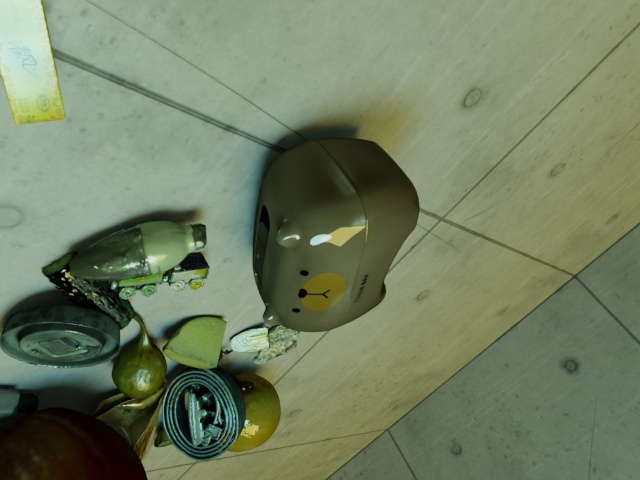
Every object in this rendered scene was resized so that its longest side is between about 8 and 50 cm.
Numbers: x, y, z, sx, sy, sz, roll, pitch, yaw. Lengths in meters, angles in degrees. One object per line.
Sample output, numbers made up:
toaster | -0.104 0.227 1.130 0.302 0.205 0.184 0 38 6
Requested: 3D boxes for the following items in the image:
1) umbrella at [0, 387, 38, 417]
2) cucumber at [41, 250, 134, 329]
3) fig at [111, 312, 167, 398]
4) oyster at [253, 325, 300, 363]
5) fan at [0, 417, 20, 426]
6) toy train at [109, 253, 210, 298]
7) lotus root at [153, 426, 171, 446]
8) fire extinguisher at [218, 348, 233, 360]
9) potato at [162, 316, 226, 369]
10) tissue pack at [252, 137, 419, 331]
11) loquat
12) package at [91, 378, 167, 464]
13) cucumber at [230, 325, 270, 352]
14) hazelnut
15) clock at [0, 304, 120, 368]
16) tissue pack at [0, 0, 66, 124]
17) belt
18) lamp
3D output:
umbrella | -0.740 0.328 1.045 0.073 0.067 0.337 -14 158 32
cucumber | -0.444 0.108 1.006 0.078 0.062 0.211 -28 147 -6
fig | -0.420 0.254 1.201 0.124 0.124 0.236 -9 117 -31
oyster | -0.117 0.290 1.508 0.125 0.064 0.177 10 128 -40
fan | -0.798 0.461 1.218 0.182 0.010 0.310 -41 148 14
toy train | -0.320 0.066 1.055 0.202 0.060 0.081 -5 133 -37
lotus root | -0.419 0.584 1.604 0.183 0.077 0.204 5 153 -32
fire extinguisher | -0.309 0.298 1.376 0.064 0.043 0.158 -34 148 24
potato | -0.318 0.239 1.281 0.081 0.120 0.149 -20 139 42
tissue pack | 0.000 0.000 1.039 0.277 0.267 0.387 -11 142 -24
loquat | -0.231 0.502 1.538 0.244 0.243 0.243 -21 145 -16
package | -0.542 0.516 1.406 0.165 0.221 0.311 22 132 -4
cucumber | -0.195 0.273 1.436 0.108 0.035 0.067 -8 103 -9
hazelnut | -0.588 0.569 1.109 0.421 0.420 0.353 -38 159 8
clock | -0.507 0.193 1.025 0.215 0.041 0.215 -6 146 -4
tissue pack | -0.350 -0.237 0.609 0.062 0.095 0.176 -13 142 -26
belt | -0.312 0.440 1.376 0.207 0.267 0.116 -17 180 4
lamp | -0.329 0.019 0.952 0.250 0.101 0.101 -14 143 -17
